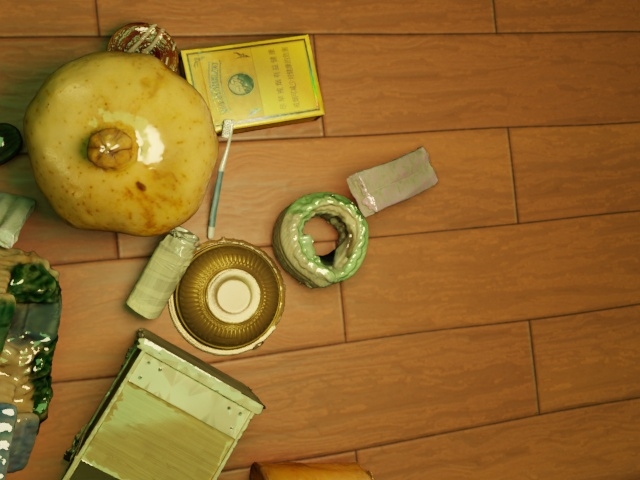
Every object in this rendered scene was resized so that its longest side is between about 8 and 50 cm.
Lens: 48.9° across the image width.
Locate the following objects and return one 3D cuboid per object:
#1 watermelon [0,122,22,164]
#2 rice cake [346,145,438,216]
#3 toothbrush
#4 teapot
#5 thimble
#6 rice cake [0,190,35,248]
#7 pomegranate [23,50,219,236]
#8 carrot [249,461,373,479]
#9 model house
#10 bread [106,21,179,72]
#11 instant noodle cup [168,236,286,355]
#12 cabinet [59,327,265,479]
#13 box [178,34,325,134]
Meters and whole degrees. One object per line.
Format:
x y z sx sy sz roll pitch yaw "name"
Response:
-0.676 -0.197 1.469 0.110 0.078 0.078 -42 98 -13 "watermelon"
0.176 -0.140 1.653 0.298 0.050 0.106 -27 94 -47 "rice cake"
-0.228 -0.135 1.574 0.025 0.019 0.276 9 104 -17 "toothbrush"
-0.330 0.066 1.528 0.077 0.107 0.200 33 99 11 "teapot"
0.000 0.000 1.607 0.219 0.150 0.219 1 85 -16 "thimble"
-0.628 -0.046 1.402 0.085 0.226 0.040 13 108 -17 "rice cake"
-0.385 -0.184 1.375 0.410 0.410 0.410 1 86 -16 "pomegranate"
-0.013 0.562 1.560 0.254 0.196 0.196 -5 88 -23 "carrot"
-0.657 0.257 1.209 0.395 0.400 0.445 17 102 -20 "model house"
-0.397 -0.400 1.560 0.160 0.073 0.160 1 88 -19 "bread"
-0.199 0.126 1.575 0.274 0.091 0.274 1 86 -16 "instant noodle cup"
-0.329 0.394 1.455 0.290 0.227 0.318 32 81 -12 "cabinet"
-0.158 -0.353 1.617 0.301 0.084 0.193 -12 90 -16 "box"
